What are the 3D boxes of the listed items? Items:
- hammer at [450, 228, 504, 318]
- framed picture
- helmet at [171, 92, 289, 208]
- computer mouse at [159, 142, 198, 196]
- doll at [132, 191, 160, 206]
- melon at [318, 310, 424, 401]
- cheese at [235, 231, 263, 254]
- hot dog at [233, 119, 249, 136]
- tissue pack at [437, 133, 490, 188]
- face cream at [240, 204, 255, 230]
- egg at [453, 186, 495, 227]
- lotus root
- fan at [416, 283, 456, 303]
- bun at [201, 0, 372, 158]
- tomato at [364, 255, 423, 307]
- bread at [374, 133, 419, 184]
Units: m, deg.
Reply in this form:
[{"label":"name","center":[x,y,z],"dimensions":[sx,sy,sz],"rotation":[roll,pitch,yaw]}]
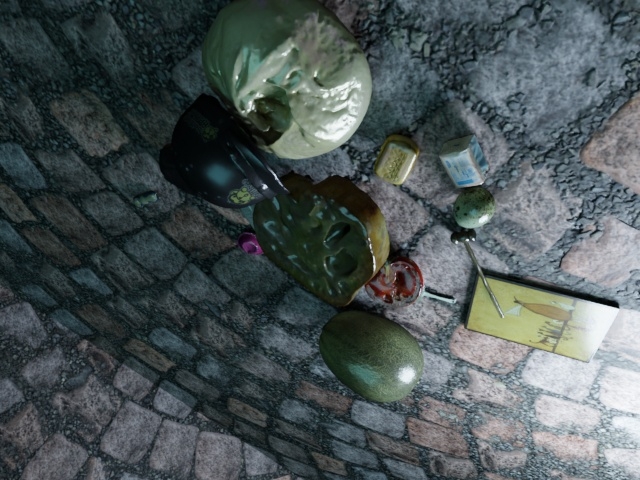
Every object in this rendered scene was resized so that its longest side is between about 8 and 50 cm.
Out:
[{"label":"hammer","center":[0.405,0.090,1.397],"dimensions":[0.058,0.029,0.292],"rotation":[-11,124,38]},{"label":"framed picture","center":[0.556,0.202,1.459],"dimensions":[0.338,0.014,0.256],"rotation":[15,140,17]},{"label":"helmet","center":[-0.198,-0.152,1.124],"dimensions":[0.279,0.160,0.230],"rotation":[51,179,34]},{"label":"computer mouse","center":[-0.285,-0.183,1.451],"dimensions":[0.323,0.116,0.183],"rotation":[12,152,39]},{"label":"doll","center":[-0.539,-0.129,1.740],"dimensions":[0.125,0.027,0.037],"rotation":[-10,121,39]},{"label":"melon","center":[0.150,0.342,1.684],"dimensions":[0.329,0.249,0.249],"rotation":[26,142,7]},{"label":"cheese","center":[-0.187,0.009,1.675],"dimensions":[0.145,0.038,0.095],"rotation":[-1,136,23]},{"label":"hot dog","center":[-0.217,-0.268,1.375],"dimensions":[0.133,0.041,0.056],"rotation":[2,135,30]},{"label":"tissue pack","center":[0.299,-0.161,1.168],"dimensions":[0.074,0.059,0.094],"rotation":[-8,129,40]},{"label":"face cream","center":[-0.180,-0.077,1.562],"dimensions":[0.072,0.051,0.182],"rotation":[-3,131,36]},{"label":"egg","center":[0.334,-0.069,1.230],"dimensions":[0.085,0.085,0.110],"rotation":[25,149,4]},{"label":"lotus root","center":[0.000,0.000,1.434],"dimensions":[0.390,0.111,0.375],"rotation":[-2,123,42]},{"label":"fan","center":[0.266,0.140,1.571],"dimensions":[0.226,0.008,0.153],"rotation":[17,140,16]},{"label":"bun","center":[-0.085,-0.309,1.101],"dimensions":[0.360,0.213,0.361],"rotation":[21,148,14]},{"label":"tomato","center":[0.199,0.100,1.493],"dimensions":[0.159,0.091,0.139],"rotation":[-13,105,23]},{"label":"bread","center":[0.168,-0.181,1.228],"dimensions":[0.082,0.056,0.115],"rotation":[23,135,6]}]
